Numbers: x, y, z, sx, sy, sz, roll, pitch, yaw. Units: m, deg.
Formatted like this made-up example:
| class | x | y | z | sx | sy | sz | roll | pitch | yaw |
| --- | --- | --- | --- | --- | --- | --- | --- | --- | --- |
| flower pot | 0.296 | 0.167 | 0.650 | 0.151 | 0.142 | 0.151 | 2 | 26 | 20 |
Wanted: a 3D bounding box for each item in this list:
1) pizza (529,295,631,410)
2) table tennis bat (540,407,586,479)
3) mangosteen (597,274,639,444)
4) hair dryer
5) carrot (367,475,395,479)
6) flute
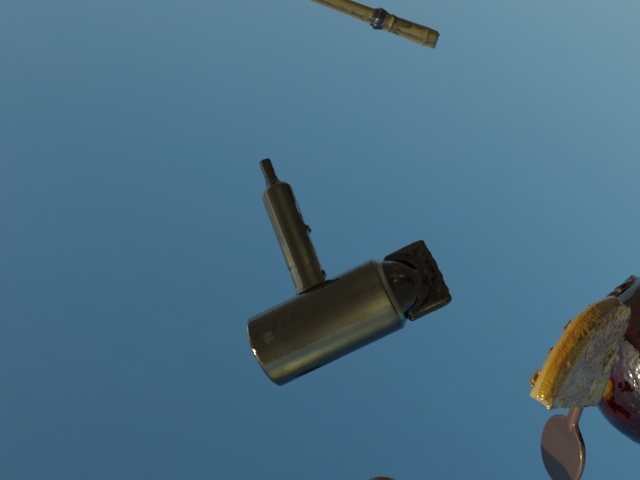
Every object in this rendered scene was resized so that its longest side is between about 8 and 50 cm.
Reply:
| class | x | y | z | sx | sy | sz | roll | pitch | yaw |
| --- | --- | --- | --- | --- | --- | --- | --- | --- | --- |
| pizza | 0.295 | 0.142 | 0.950 | 0.175 | 0.134 | 0.046 | -33 | -141 | -30 |
| table tennis bat | 0.334 | 0.301 | 1.256 | 0.119 | 0.170 | 0.107 | 1 | -155 | -20 |
| mangosteen | 0.582 | 0.206 | 1.267 | 0.306 | 0.306 | 0.359 | -19 | -120 | -42 |
| hair dryer | 0.000 | 0.000 | 0.854 | 0.195 | 0.078 | 0.248 | -27 | -117 | 8 |
| carrot | 0.081 | 0.419 | 1.201 | 0.072 | 0.072 | 0.205 | 21 | -167 | 3 |
| flute | 0.026 | -0.262 | 0.917 | 0.233 | 0.027 | 0.027 | 17 | -146 | -11 |
